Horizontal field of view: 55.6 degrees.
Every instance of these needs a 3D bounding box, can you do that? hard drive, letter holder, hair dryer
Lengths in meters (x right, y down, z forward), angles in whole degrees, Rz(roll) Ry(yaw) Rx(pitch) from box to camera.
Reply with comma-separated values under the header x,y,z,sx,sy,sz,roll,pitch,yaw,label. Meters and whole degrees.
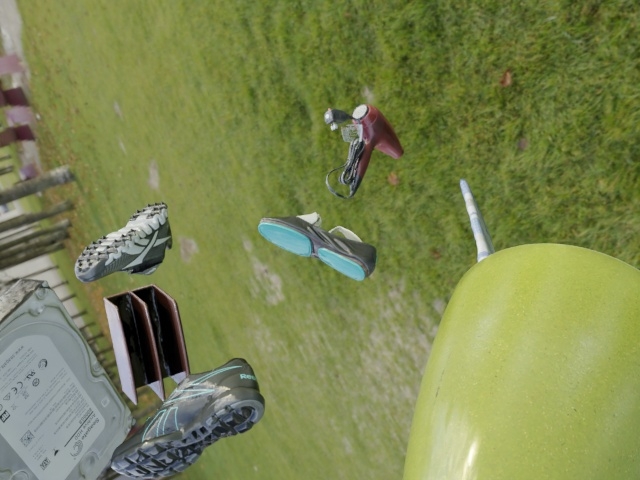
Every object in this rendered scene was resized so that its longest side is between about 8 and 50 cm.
x,y,z,sx,sy,sz,roll,pitch,yaw,label
-0.431,0.259,0.921,0.064,0.237,0.338,3,128,25,hard drive
-0.476,0.303,1.696,0.214,0.152,0.301,18,118,54,letter holder
0.109,-0.235,1.556,0.080,0.294,0.223,14,111,46,hair dryer

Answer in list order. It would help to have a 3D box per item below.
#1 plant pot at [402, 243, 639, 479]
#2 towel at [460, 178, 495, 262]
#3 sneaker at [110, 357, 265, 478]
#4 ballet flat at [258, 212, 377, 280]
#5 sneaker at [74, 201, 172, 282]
x,y,z,sx,sy,sz,roll,pitch,yaw,label
0.197,0.191,0.585,0.275,0.293,0.274,20,129,26,plant pot
0.368,0.018,1.366,0.285,0.034,0.209,-89,-26,-48,towel
-0.205,0.278,0.940,0.101,0.268,0.106,54,-170,-43,sneaker
0.000,0.000,1.360,0.281,0.096,0.095,26,145,13,ballet flat
-0.323,0.025,1.047,0.078,0.234,0.106,-5,116,23,sneaker
